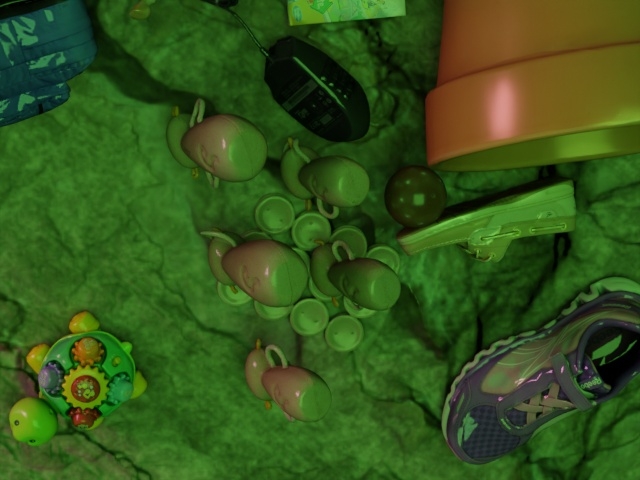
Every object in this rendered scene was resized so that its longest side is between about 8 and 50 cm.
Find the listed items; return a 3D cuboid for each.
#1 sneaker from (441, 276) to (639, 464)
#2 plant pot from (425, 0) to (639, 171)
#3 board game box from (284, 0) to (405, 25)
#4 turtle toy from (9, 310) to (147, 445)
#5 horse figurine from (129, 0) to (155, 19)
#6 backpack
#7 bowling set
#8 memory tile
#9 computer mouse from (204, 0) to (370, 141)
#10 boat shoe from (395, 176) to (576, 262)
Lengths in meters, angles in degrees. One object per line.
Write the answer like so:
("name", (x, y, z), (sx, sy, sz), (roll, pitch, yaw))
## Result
("sneaker", (0.217, 0.128, 1.280), (0.236, 0.104, 0.095), (-36, 107, 3))
("plant pot", (0.218, -0.176, 1.131), (0.290, 0.291, 0.204), (-7, 89, -6))
("board game box", (0.016, -0.267, 1.196), (0.103, 0.026, 0.154), (-7, 104, -6))
("turtle toy", (-0.220, 0.132, 1.241), (0.130, 0.066, 0.095), (-37, 105, 2))
("horse figurine", (-0.210, -0.273, 1.122), (0.263, 0.066, 0.175), (7, 64, -10))
("backpack", (-0.245, -0.156, 1.155), (0.120, 0.098, 0.101), (-26, 115, -14))
("bowling set", (0.000, 0.000, 1.206), (0.199, 0.154, 0.287), (-17, 104, -22))
("memory tile", (-0.010, 0.030, 1.273), (0.148, 0.012, 0.113), (25, 99, -12))
("computer mouse", (-0.046, -0.177, 1.200), (0.242, 0.071, 0.041), (45, 59, -11))
("boat shoe", (0.154, -0.008, 1.259), (0.170, 0.063, 0.059), (-17, 99, -4))
